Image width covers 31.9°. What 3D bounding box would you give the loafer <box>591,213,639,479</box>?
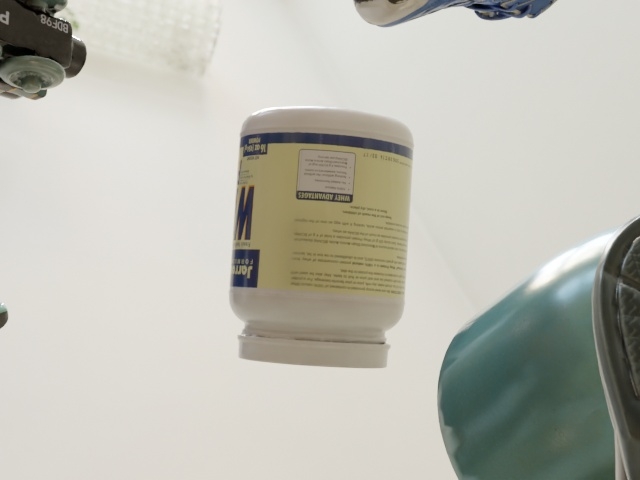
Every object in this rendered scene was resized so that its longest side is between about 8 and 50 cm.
[{"bbox_3d":[0.128,0.116,0.328,0.084,0.096,0.267,66,25,-54],"label":"loafer"}]

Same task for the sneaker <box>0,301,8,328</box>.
[{"bbox_3d":[-0.354,0.074,1.061,0.069,0.098,0.038,39,-43,23],"label":"sneaker"}]

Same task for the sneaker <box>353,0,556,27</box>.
[{"bbox_3d":[0.098,-0.155,0.615,0.080,0.211,0.081,10,-56,44],"label":"sneaker"}]

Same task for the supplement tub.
[{"bbox_3d":[0.000,0.000,1.486,0.235,0.235,0.325,-3,-98,62],"label":"supplement tub"}]

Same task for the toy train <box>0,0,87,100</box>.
[{"bbox_3d":[-0.435,-0.246,1.279,0.190,0.334,0.142,-12,-107,37],"label":"toy train"}]

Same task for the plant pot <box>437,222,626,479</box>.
[{"bbox_3d":[0.280,0.117,0.954,0.235,0.293,0.293,122,-32,-50],"label":"plant pot"}]
